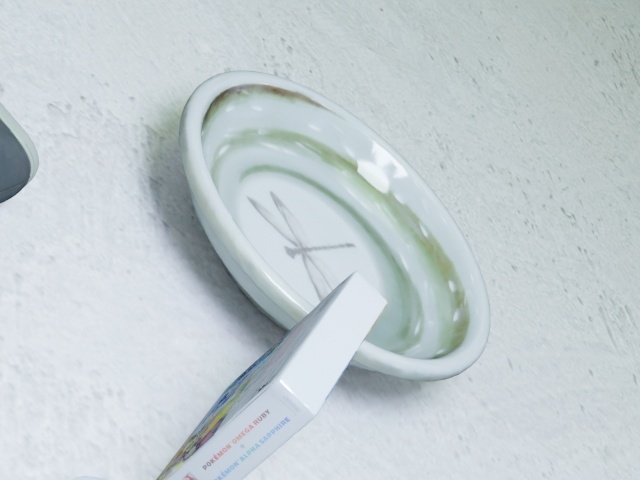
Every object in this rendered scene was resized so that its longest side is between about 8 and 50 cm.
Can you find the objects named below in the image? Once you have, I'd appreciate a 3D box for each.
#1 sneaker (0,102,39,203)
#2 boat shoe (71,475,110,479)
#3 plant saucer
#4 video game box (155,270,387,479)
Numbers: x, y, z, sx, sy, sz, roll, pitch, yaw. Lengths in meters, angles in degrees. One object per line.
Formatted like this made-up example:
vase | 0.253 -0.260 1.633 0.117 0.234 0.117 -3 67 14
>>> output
sneaker | -0.346 -0.112 1.203 0.222 0.083 0.118 43 30 -5
boat shoe | -0.138 0.225 1.078 0.142 0.040 0.049 31 26 -24
plant saucer | 0.000 0.000 1.482 0.400 0.100 0.400 31 33 -23
video game box | -0.045 0.132 1.169 0.048 0.187 0.205 47 29 -4
